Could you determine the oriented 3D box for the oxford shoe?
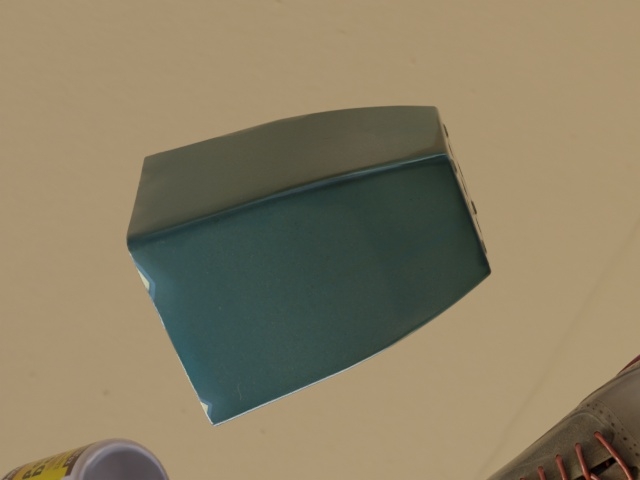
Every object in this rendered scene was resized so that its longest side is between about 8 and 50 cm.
[{"bbox_3d":[0.198,0.176,1.085,0.130,0.123,0.348,-12,-31,-52],"label":"oxford shoe"}]

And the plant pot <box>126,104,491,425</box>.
[{"bbox_3d":[0.000,0.000,1.163,0.234,0.165,0.166,-18,-66,8],"label":"plant pot"}]

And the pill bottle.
[{"bbox_3d":[-0.249,0.267,1.509,0.117,0.215,0.117,18,-118,-38],"label":"pill bottle"}]
